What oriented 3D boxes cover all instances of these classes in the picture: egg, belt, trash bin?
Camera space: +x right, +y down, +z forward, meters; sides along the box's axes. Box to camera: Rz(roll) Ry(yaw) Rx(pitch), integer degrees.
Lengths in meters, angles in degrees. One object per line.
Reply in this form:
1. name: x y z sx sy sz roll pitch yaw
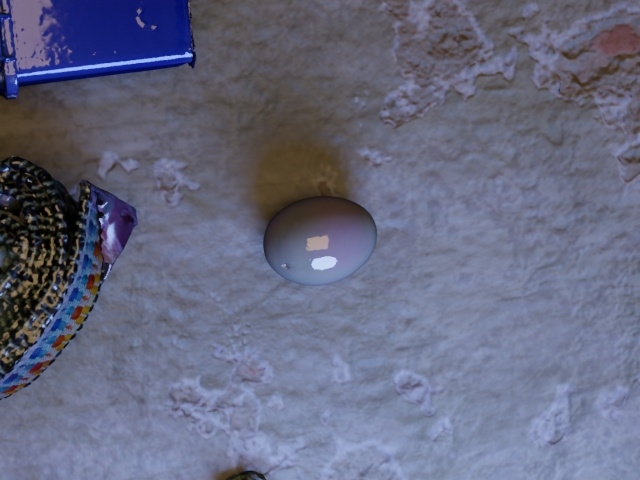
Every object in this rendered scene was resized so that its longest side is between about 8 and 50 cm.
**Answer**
1. egg: 0.000 0.000 1.334 0.135 0.103 0.103 -11 96 -12
2. belt: -0.356 0.041 1.245 0.207 0.160 0.295 32 86 6
3. trash bin: -0.258 -0.239 1.233 0.235 0.184 0.162 -6 97 -16

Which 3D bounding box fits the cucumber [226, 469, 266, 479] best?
1. cucumber: -0.038 0.390 1.377 0.067 0.067 0.245 -32 100 -7
